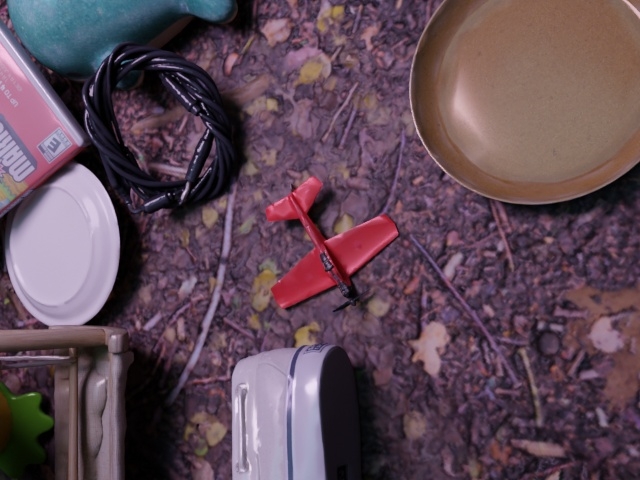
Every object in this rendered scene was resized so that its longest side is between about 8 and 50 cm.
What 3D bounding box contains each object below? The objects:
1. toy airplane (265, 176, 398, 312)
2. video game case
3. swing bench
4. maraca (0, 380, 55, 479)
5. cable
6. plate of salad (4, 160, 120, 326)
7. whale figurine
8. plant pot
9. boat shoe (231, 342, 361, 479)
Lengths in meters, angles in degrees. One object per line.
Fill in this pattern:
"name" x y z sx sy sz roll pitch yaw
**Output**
"toy airplane" 0.000 0.000 0.723 0.151 0.028 0.151 -3 82 23
"video game case" -0.432 -0.110 0.832 0.285 0.025 0.204 -36 92 12
"swing bench" -0.327 0.220 0.742 0.255 0.165 0.253 1 88 -19
"maraca" -0.409 0.215 0.850 0.186 0.099 0.127 14 93 -1
"cable" -0.173 -0.124 0.771 0.151 0.047 0.184 -13 101 11
"plate of salad" -0.302 0.004 0.850 0.200 0.048 0.199 1 92 31
"whale figurine" -0.227 -0.279 0.799 0.272 0.141 0.216 -3 82 22
"plant pot" 0.198 -0.146 0.649 0.236 0.032 0.236 -3 81 24
"boat shoe" -0.051 0.281 0.654 0.157 0.136 0.367 -7 78 23
